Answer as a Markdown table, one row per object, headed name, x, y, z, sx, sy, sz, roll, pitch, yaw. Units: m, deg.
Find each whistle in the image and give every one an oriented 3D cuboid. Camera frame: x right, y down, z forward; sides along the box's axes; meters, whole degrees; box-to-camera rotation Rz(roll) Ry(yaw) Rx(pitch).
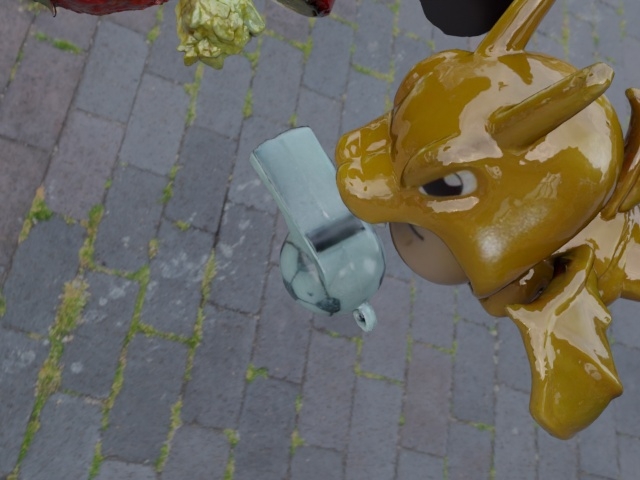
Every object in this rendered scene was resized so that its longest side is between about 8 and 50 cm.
| name | x | y | z | sx | sy | sz | roll | pitch | yaw |
| --- | --- | --- | --- | --- | --- | --- | --- | --- | --- |
| whistle | 0.000 | 0.000 | 1.017 | 0.163 | 0.163 | 0.289 | -24 | 78 | -32 |

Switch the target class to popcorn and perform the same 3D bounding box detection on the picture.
| name | x | y | z | sx | sy | sz | roll | pitch | yaw |
| --- | --- | --- | --- | --- | --- | --- | --- | --- | --- |
| popcorn | -0.223 | -0.456 | 1.510 | 0.167 | 0.185 | 0.187 | 46 | 30 | -17 |

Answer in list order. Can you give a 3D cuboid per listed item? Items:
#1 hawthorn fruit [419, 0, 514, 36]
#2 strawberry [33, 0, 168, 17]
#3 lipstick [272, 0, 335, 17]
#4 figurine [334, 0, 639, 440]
| name | x | y | z | sx | sy | sz | roll | pitch | yaw |
| --- | --- | --- | --- | --- | --- | --- | --- | --- | --- |
| hawthorn fruit | 0.191 | -0.349 | 0.786 | 0.189 | 0.189 | 0.251 | 42 | 83 | -6 |
| strawberry | -0.190 | -0.370 | 0.704 | 0.310 | 0.292 | 0.291 | -33 | 87 | -7 |
| lipstick | 0.022 | -0.311 | 0.610 | 0.080 | 0.080 | 0.241 | 26 | 91 | -16 |
| figurine | 0.246 | -0.054 | 0.733 | 0.387 | 0.268 | 0.401 | 36 | 97 | -35 |
